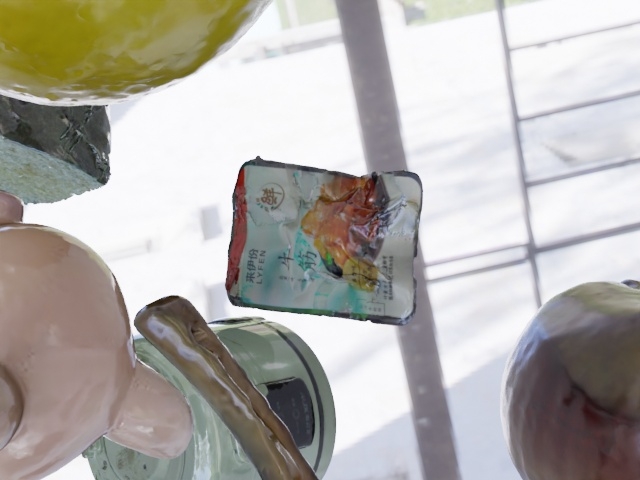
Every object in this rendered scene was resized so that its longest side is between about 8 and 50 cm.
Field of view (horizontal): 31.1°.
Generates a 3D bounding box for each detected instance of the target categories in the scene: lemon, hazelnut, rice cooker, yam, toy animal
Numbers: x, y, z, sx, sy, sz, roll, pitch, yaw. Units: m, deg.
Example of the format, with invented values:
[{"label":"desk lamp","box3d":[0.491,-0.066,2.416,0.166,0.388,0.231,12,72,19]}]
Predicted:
[{"label":"lemon","box3d":[-0.163,-0.255,0.780,0.348,0.348,0.348,168,90,-87]},{"label":"hazelnut","box3d":[0.432,0.240,1.515,0.429,0.402,0.402,22,133,42]},{"label":"rice cooker","box3d":[-0.107,0.194,1.212,0.244,0.226,0.226,-1,-105,-51]},{"label":"yam","box3d":[-0.332,-0.197,1.280,0.202,0.201,0.271,-17,57,47]},{"label":"toy animal","box3d":[-0.254,0.123,0.748,0.237,0.269,0.326,21,-102,-62]}]

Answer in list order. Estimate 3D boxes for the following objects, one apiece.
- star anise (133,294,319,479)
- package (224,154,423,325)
[{"label":"star anise","box3d":[-0.022,0.219,0.488,0.292,0.109,0.349,72,-169,-61]},{"label":"package","box3d":[0.000,0.000,1.196,0.040,0.232,0.166,10,-92,-62]}]
